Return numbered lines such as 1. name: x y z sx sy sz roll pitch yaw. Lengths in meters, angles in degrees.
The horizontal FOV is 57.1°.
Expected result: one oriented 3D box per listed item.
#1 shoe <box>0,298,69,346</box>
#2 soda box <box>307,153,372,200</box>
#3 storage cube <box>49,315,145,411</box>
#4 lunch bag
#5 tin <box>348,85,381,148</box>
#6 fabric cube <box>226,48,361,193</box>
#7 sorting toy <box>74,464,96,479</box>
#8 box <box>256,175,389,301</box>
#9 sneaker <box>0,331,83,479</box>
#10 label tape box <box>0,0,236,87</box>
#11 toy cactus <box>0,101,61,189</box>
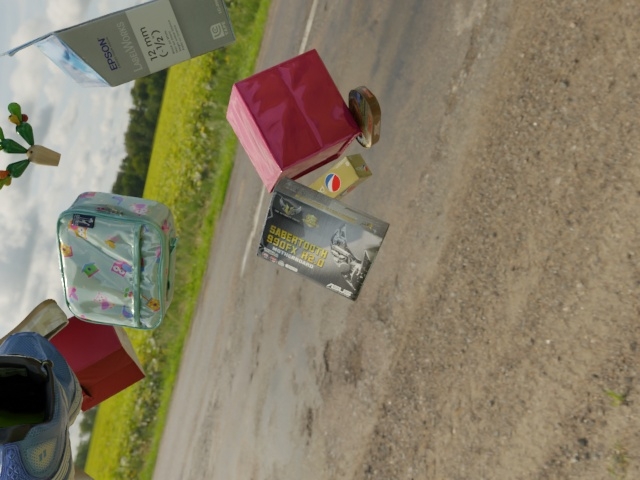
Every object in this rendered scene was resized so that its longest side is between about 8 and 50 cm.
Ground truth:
1. shoe: -0.558 0.204 1.079 0.219 0.058 0.076 -47 -4 -12
2. soda box: 0.024 -0.117 1.304 0.181 0.061 0.058 -36 81 36
3. storage cube: -0.638 0.322 1.651 0.215 0.193 0.184 51 163 38
4. lunch bag: -0.399 0.043 1.181 0.108 0.224 0.279 -75 -6 -60
5. tin: 0.117 -0.324 1.554 0.106 0.040 0.190 56 165 27
6. fabric cube: -0.081 -0.322 1.627 0.258 0.259 0.254 60 164 2
7. sorting toy: -0.536 0.490 1.029 0.255 0.257 0.089 7 99 42
8. box: 0.000 0.000 1.171 0.056 0.231 0.183 -59 -8 -49
9. sneaker: -0.377 0.193 0.759 0.330 0.129 0.147 37 129 57
10. label tape box: -0.358 -0.334 1.024 0.249 0.347 0.115 22 137 55
11. toy cactus: -0.728 -0.213 1.420 0.112 0.180 0.219 -17 63 56
